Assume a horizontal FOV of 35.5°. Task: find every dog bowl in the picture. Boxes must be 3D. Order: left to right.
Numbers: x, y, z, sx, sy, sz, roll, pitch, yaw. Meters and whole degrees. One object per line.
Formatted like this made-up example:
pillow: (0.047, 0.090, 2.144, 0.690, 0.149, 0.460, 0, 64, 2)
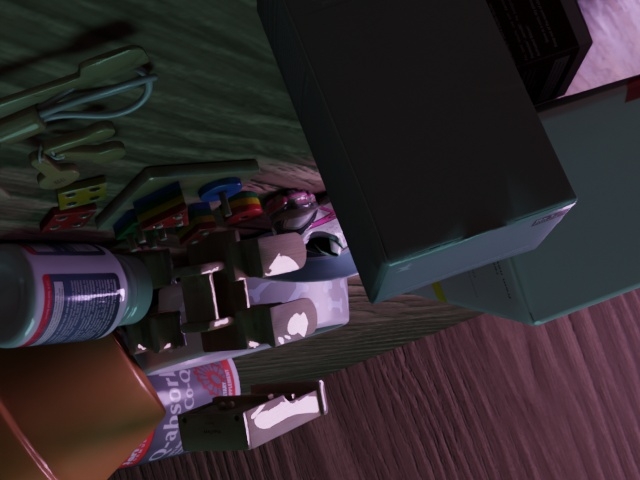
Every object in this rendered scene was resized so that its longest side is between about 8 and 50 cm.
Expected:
dog bowl: (-0.117, 0.108, 1.429, 0.348, 0.102, 0.349, -14, 172, -2)

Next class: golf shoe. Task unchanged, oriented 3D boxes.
golf shoe: (0.009, -0.016, 1.227, 0.186, 0.086, 0.067, -7, 159, -47)

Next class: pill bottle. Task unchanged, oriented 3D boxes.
pill bottle: (-0.272, 0.057, 1.078, 0.108, 0.108, 0.180, -27, 164, 32)
pill bottle: (-0.320, 0.262, 1.611, 0.210, 0.210, 0.363, -29, 164, 36)

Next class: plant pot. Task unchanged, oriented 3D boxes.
plant pot: (-0.327, 0.190, 1.233, 0.203, 0.291, 0.291, -33, 169, -9)

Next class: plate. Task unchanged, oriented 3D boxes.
plate: (-0.024, 0.013, 1.269, 0.188, 0.024, 0.188, 0, -162, 0)

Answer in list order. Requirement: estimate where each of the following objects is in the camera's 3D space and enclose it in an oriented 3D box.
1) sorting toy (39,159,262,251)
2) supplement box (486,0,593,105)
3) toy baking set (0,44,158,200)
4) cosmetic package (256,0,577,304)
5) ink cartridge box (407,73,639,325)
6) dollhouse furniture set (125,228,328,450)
sorting toy: (-0.151, -0.031, 1.029, 0.274, 0.046, 0.132, -7, 162, -39)
supplement box: (0.102, -0.141, 0.877, 0.239, 0.073, 0.130, -19, 168, -1)
toy baking set: (-0.229, -0.085, 0.756, 0.196, 0.030, 0.256, -15, 167, -29)
cosmetic package: (0.051, -0.093, 0.638, 0.127, 0.238, 0.107, -16, 166, -8)
ink cartridge box: (0.229, -0.051, 0.962, 0.279, 0.160, 0.384, -20, -175, -9)
dollhouse furniture set: (-0.096, 0.109, 1.185, 0.212, 0.242, 0.161, -8, -178, 32)
